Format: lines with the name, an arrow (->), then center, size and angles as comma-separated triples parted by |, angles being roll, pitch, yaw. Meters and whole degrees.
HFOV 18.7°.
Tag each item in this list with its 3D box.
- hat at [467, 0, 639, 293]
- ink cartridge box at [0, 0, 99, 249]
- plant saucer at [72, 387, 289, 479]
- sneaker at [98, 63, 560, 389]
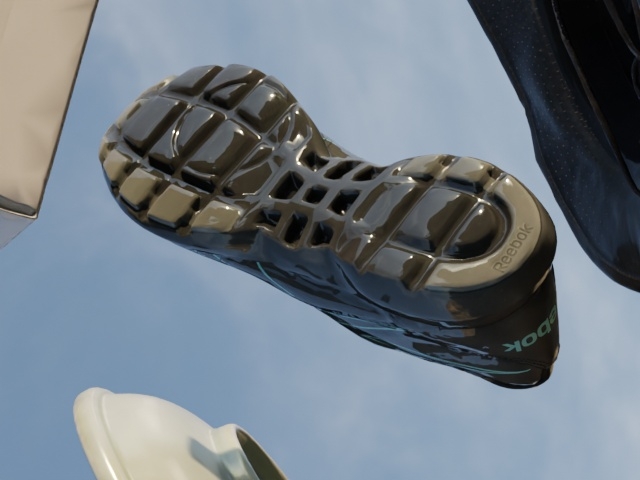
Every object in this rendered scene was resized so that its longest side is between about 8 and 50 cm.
hat -> 0.190, -0.134, 1.060 | 0.134, 0.331, 0.331 | -23, -61, -12
ink cartridge box -> -0.181, -0.054, 0.904 | 0.082, 0.191, 0.139 | 23, -116, -22
plant saucer -> -0.052, 0.267, 1.638 | 0.100, 0.400, 0.400 | -35, -43, 2
sneaker -> 0.000, 0.000, 0.919 | 0.101, 0.267, 0.106 | -50, -40, -18
